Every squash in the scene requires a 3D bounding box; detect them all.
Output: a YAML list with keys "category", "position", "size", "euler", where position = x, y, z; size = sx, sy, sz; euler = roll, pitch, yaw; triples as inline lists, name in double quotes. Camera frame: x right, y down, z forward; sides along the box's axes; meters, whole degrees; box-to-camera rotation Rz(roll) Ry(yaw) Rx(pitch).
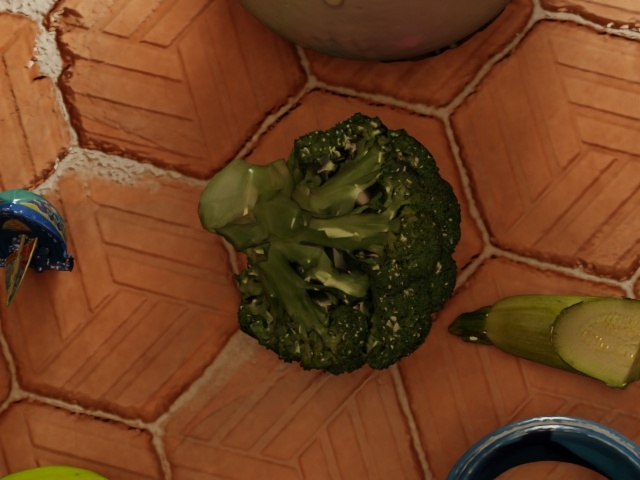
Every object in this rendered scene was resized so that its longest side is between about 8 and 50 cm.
- category: "squash"
  position: [0.226, 0.091, 1.827]
  size: [0.200, 0.075, 0.090]
  euler: [6, 110, 4]

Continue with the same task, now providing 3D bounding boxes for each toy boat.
- category: "toy boat"
  position: [-0.291, 0.014, 1.797]
  size: [0.091, 0.175, 0.110]
  euler: [3, 68, 2]

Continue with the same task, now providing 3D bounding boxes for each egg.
- category: "egg"
  position: [0.044, -0.346, 1.728]
  size: [0.354, 0.340, 0.355]
  euler: [0, 92, 8]

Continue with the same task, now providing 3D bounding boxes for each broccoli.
- category: "broccoli"
  position: [0.000, 0.000, 1.765]
  size: [0.270, 0.270, 0.270]
  euler: [24, 83, -40]

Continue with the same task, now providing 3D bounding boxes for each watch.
- category: "watch"
  position: [0.250, 0.317, 1.736]
  size: [0.305, 0.241, 0.274]
  euler: [14, 71, 7]

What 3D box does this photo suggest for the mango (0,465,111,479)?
- category: "mango"
  position: [-0.315, 0.360, 1.773]
  size: [0.192, 0.156, 0.343]
  euler: [43, 88, 7]
